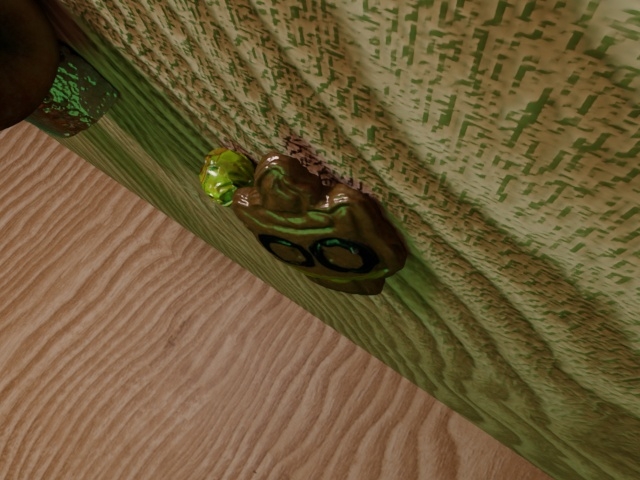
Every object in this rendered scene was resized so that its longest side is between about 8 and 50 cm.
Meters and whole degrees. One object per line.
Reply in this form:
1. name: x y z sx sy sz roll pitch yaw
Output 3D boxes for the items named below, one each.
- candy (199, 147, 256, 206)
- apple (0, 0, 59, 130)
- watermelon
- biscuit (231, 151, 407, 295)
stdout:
1. candy: -0.053 -0.048 0.591 0.262 0.073 0.077 29 143 2
2. apple: -0.479 -0.253 0.523 0.234 0.257 0.257 25 162 30
3. watermelon: -0.470 -0.275 0.751 0.256 0.140 0.193 16 165 34
4. biscuit: 0.000 0.000 0.532 0.208 0.041 0.290 4 149 30
